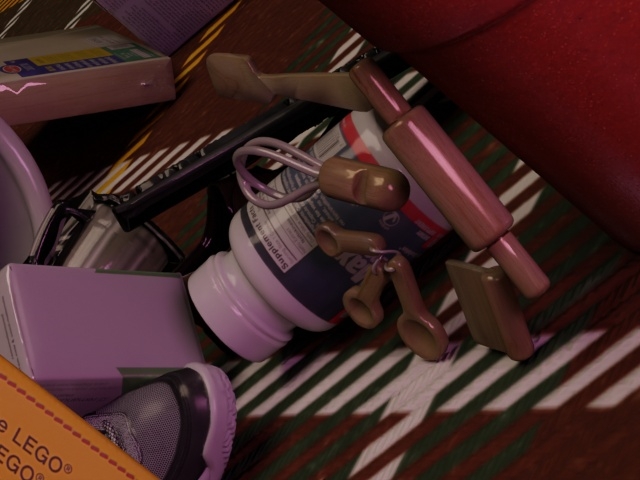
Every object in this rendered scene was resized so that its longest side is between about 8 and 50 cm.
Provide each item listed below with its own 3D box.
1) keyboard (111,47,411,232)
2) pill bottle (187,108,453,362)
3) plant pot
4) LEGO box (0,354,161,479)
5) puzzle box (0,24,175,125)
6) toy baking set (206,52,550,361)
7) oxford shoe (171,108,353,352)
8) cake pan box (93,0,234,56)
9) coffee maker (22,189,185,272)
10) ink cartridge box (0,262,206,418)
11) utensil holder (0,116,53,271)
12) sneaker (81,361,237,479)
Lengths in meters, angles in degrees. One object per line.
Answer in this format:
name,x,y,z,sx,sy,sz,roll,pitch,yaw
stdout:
keyboard,-0.026,-0.098,1.213,0.317,0.033,0.201,-30,-1,-8
pill bottle,0.000,0.000,1.062,0.180,0.108,0.108,-40,25,15
plant pot,0.159,-0.149,0.835,0.272,0.265,0.272,-38,25,21
LEGO box,-0.230,0.194,0.654,0.372,0.500,0.193,-22,34,43
puzzle box,-0.356,-0.199,1.839,0.272,0.052,0.409,-10,16,-17
toy baking set,0.025,-0.022,0.904,0.030,0.256,0.197,-39,4,-33
oxford shoe,-0.032,-0.030,1.178,0.227,0.096,0.083,-52,22,-16
cake pan box,-0.189,-0.373,1.762,0.245,0.267,0.070,-39,27,23
coffee maker,-0.224,0.059,1.360,0.178,0.120,0.171,-54,2,-19
ink cartridge box,-0.211,0.107,1.134,0.212,0.154,0.093,-36,62,39
utensil holder,-0.509,0.041,1.591,0.385,0.327,0.328,-26,31,44
sneaker,-0.186,0.165,1.033,0.268,0.153,0.101,-38,56,26
